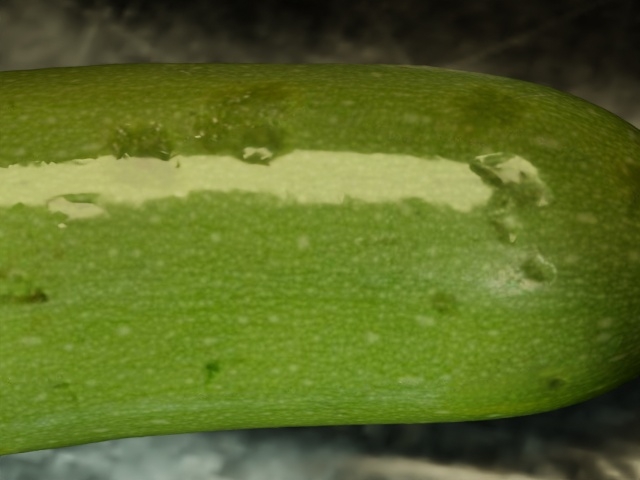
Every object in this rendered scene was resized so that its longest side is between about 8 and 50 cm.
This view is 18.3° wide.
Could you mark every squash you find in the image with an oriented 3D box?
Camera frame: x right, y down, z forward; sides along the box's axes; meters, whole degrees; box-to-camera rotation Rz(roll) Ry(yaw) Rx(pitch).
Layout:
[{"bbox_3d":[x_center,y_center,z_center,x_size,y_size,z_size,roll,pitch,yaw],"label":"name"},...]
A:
[{"bbox_3d":[0.000,0.000,0.463,0.188,0.095,0.095,-3,56,4],"label":"squash"}]
